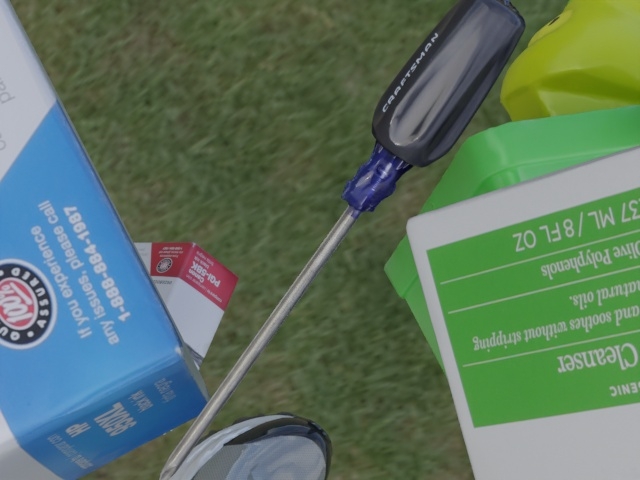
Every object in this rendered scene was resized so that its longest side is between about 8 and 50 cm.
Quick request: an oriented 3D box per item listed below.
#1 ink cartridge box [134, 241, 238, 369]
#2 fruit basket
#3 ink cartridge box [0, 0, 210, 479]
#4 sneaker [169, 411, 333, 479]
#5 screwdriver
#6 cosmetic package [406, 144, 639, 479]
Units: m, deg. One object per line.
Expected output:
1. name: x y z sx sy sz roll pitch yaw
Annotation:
1. ink cartridge box: -0.135 0.072 1.392 0.056 0.099 0.135 41 62 -37
2. fruit basket: 0.215 -0.064 1.594 0.283 0.392 0.392 -8 80 -13
3. ink cartridge box: -0.298 0.044 0.964 0.395 0.166 0.285 -28 78 -5
4. sneaker: -0.069 0.208 1.088 0.271 0.108 0.100 -46 128 -37
5. screwdriver: 0.000 0.000 0.515 0.024 0.170 0.025 20 24 -50
6. cosmetic package: 0.193 0.135 0.802 0.155 0.197 0.365 -12 85 -36
